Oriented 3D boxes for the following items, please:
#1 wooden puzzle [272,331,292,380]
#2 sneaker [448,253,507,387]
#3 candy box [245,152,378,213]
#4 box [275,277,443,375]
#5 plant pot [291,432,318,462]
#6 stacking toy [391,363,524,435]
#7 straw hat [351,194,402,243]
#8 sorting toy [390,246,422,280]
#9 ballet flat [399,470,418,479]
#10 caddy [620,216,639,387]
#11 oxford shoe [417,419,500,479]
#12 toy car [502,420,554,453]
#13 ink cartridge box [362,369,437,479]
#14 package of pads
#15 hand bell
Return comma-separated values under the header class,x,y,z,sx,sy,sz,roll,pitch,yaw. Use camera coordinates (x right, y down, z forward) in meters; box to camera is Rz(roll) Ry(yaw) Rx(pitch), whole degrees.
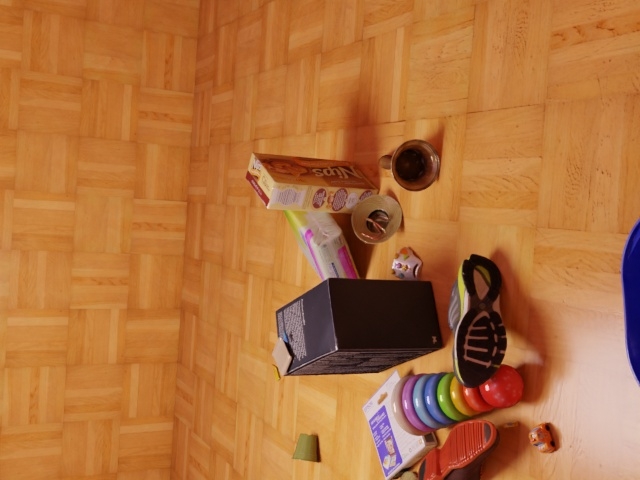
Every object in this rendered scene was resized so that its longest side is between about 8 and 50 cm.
class,x,y,z,sx,sy,sz,roll,pitch,yaw
wooden puzzle,-0.093,0.285,1.863,0.078,0.014,0.116,63,140,37
sneaker,0.321,0.180,1.594,0.121,0.111,0.300,109,176,-53
candy box,-0.023,-0.154,2.073,0.183,0.316,0.087,54,133,50
box,0.088,0.215,1.860,0.294,0.296,0.182,-35,57,55
plant pot,-0.042,0.629,2.306,0.083,0.083,0.079,-22,55,59
stacking toy,0.301,0.330,1.639,0.330,0.141,0.141,-33,59,51
straw hat,0.153,-0.044,2.001,0.061,0.144,0.144,56,-164,-59
sorting toy,0.221,0.067,1.904,0.075,0.045,0.083,20,106,41
ballet flat,0.202,0.729,1.791,0.123,0.123,0.348,-29,62,58
caddy,0.565,0.097,1.104,0.241,0.179,0.341,-14,75,60
oxford shoe,0.315,0.466,1.631,0.271,0.098,0.097,126,161,-47
toy car,0.409,0.393,1.512,0.122,0.040,0.060,-20,70,59
ink cartridge box,0.194,0.461,1.902,0.206,0.045,0.208,-58,41,43
package of pads,0.000,0.000,2.151,0.296,0.101,0.229,55,170,49
hand bell,0.195,-0.194,1.926,0.242,0.126,0.126,-155,70,-73
